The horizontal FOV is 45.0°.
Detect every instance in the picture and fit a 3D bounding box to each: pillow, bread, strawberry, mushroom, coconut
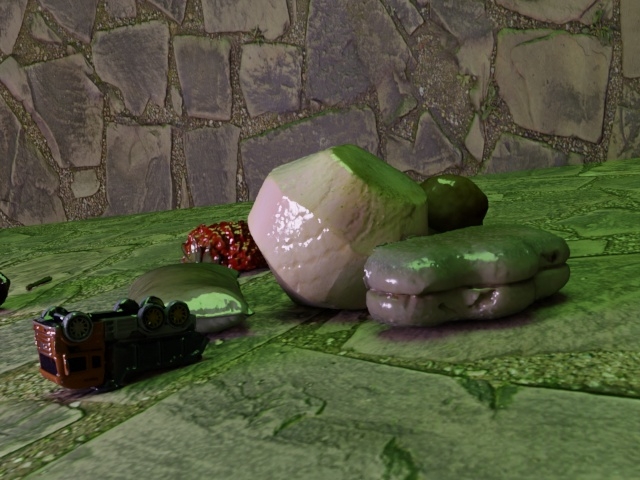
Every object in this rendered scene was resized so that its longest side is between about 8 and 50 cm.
[{"bbox_3d":[-0.201,0.084,1.151,0.185,0.074,0.302,-7,9,-9],"label":"pillow"},{"bbox_3d":[0.213,0.040,0.997,0.183,0.102,0.337,4,12,41],"label":"bread"},{"bbox_3d":[-0.171,0.007,1.552,0.286,0.106,0.188,-14,12,-40],"label":"strawberry"},{"bbox_3d":[0.214,-0.032,1.298,0.128,0.128,0.350,-7,-9,7],"label":"mushroom"},{"bbox_3d":[0.025,-0.008,1.112,0.259,0.259,0.259,-8,8,1],"label":"coconut"}]

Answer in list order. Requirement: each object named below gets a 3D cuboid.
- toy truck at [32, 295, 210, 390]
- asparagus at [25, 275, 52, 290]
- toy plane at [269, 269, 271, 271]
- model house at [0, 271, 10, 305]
[{"bbox_3d":[-0.232,0.118,0.905,0.192,0.092,0.083,-4,5,-39],"label":"toy truck"},{"bbox_3d":[-0.616,0.094,1.684,0.015,0.014,0.114,-23,6,11],"label":"asparagus"},{"bbox_3d":[-0.006,-0.010,1.568,0.212,0.088,0.267,-31,5,4],"label":"toy plane"},{"bbox_3d":[-0.678,0.107,1.429,0.152,0.106,0.165,-31,-14,-43],"label":"model house"}]
